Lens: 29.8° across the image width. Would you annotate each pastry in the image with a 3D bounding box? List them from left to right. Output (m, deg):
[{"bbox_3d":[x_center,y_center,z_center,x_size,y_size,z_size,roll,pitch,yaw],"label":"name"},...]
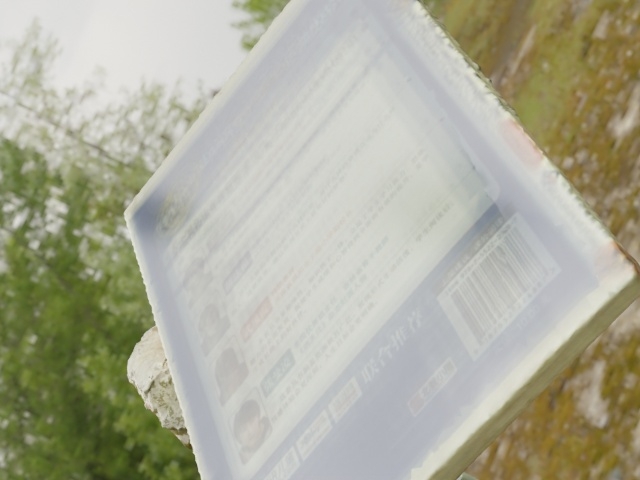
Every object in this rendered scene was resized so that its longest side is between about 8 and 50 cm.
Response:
[{"bbox_3d":[-0.113,0.165,1.284,0.093,0.192,0.182,-48,37,4],"label":"pastry"}]

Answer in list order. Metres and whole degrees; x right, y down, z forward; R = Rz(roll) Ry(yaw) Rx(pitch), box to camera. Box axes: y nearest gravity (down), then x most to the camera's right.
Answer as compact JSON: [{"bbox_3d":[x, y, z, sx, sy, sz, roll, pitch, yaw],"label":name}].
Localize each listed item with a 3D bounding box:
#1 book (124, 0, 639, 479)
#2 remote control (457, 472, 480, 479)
[{"bbox_3d":[0.000,0.000,0.579,0.228,0.018,0.322,-48,37,19],"label":"book"},{"bbox_3d":[0.204,0.303,1.098,0.098,0.233,0.038,-63,0,8],"label":"remote control"}]
